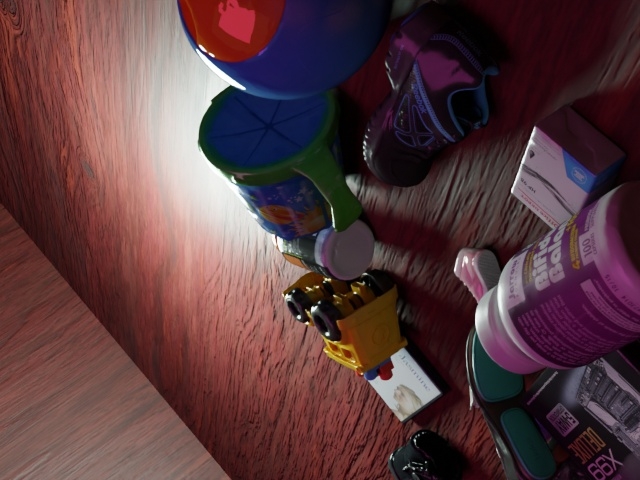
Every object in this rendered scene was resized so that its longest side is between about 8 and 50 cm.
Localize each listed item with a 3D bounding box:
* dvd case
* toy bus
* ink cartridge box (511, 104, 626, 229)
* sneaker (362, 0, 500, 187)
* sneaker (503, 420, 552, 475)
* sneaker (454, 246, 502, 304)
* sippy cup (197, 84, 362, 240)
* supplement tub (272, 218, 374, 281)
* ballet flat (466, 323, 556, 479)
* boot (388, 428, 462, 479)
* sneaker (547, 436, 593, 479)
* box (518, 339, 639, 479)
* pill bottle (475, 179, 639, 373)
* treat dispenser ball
[{"bbox_3d":[0.149,0.256,2.253,0.180,0.022,0.253,51,155,9],"label":"dvd case"},{"bbox_3d":[0.056,0.162,2.138,0.220,0.149,0.211,20,136,54],"label":"toy bus"},{"bbox_3d":[0.311,-0.074,1.483,0.104,0.060,0.180,44,154,22],"label":"ink cartridge box"},{"bbox_3d":[0.150,-0.164,1.590,0.140,0.125,0.341,40,155,19],"label":"sneaker"},{"bbox_3d":[0.349,0.350,1.903,0.095,0.104,0.236,39,148,38],"label":"sneaker"},{"bbox_3d":[0.250,0.067,1.793,0.070,0.051,0.134,19,134,56],"label":"sneaker"},{"bbox_3d":[-0.059,-0.127,1.927,0.224,0.240,0.305,67,-166,-48],"label":"sippy cup"},{"bbox_3d":[0.000,0.000,2.082,0.190,0.117,0.117,19,138,53],"label":"supplement tub"},{"bbox_3d":[0.284,0.268,1.833,0.096,0.095,0.280,120,139,-58],"label":"ballet flat"},{"bbox_3d":[0.237,0.503,2.318,0.246,0.094,0.207,57,160,11],"label":"boot"},{"bbox_3d":[0.390,0.436,1.846,0.135,0.098,0.276,50,135,40],"label":"sneaker"},{"bbox_3d":[0.434,0.244,1.645,0.242,0.076,0.307,49,154,16],"label":"box"},{"bbox_3d":[0.325,0.060,1.427,0.169,0.169,0.301,53,142,4],"label":"pill bottle"},{"bbox_3d":[-0.047,-0.331,1.535,0.288,0.288,0.288,42,153,27],"label":"treat dispenser ball"}]
